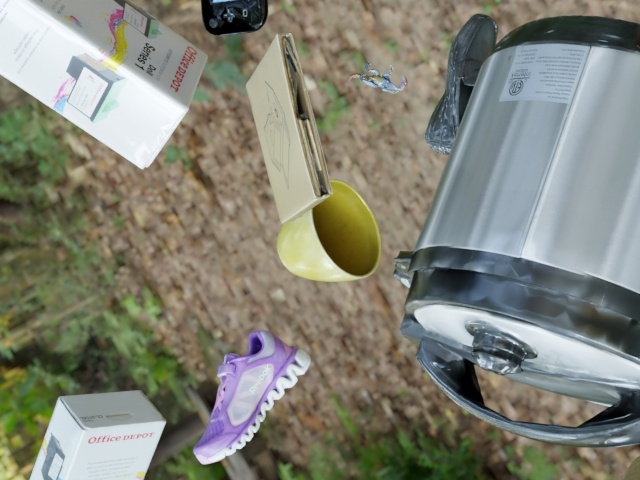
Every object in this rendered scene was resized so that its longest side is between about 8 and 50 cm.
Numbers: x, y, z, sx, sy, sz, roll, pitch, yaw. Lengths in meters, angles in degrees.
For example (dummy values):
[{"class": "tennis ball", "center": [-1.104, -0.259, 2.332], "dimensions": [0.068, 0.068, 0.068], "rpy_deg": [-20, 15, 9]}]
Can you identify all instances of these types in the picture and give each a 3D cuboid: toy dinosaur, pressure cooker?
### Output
[{"class": "toy dinosaur", "center": [0.110, -0.284, 2.185], "dimensions": [0.082, 0.047, 0.090], "rpy_deg": [22, 176, -32]}, {"class": "pressure cooker", "center": [0.285, 0.014, 1.358], "dimensions": [0.375, 0.420, 0.370], "rpy_deg": [22, 167, -4]}]

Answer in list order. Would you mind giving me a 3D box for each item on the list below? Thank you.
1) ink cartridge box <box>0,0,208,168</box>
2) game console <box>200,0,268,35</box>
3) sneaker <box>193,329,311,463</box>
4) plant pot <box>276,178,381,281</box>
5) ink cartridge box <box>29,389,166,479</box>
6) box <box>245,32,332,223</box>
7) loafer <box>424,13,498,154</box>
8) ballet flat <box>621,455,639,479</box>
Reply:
[{"class": "ink cartridge box", "center": [-0.302, -0.250, 1.662], "dimensions": [0.278, 0.117, 0.201], "rpy_deg": [34, -154, -15]}, {"class": "game console", "center": [-0.112, -0.464, 1.698], "dimensions": [0.213, 0.044, 0.361], "rpy_deg": [0, 95, 36]}, {"class": "sneaker", "center": [-0.122, 0.226, 1.864], "dimensions": [0.104, 0.236, 0.095], "rpy_deg": [47, 153, -15]}, {"class": "plant pot", "center": [0.000, 0.000, 1.617], "dimensions": [0.095, 0.134, 0.134], "rpy_deg": [-25, 95, 37]}, {"class": "ink cartridge box", "center": [-0.290, 0.283, 1.594], "dimensions": [0.072, 0.127, 0.175], "rpy_deg": [42, 119, 40]}, {"class": "box", "center": [-0.036, -0.109, 1.282], "dimensions": [0.201, 0.021, 0.164], "rpy_deg": [151, 105, -78]}, {"class": "loafer", "center": [0.226, -0.232, 1.861], "dimensions": [0.076, 0.223, 0.078], "rpy_deg": [24, 172, -39]}, {"class": "ballet flat", "center": [0.377, 0.435, 1.564], "dimensions": [0.116, 0.124, 0.342], "rpy_deg": [20, 99, 40]}]
